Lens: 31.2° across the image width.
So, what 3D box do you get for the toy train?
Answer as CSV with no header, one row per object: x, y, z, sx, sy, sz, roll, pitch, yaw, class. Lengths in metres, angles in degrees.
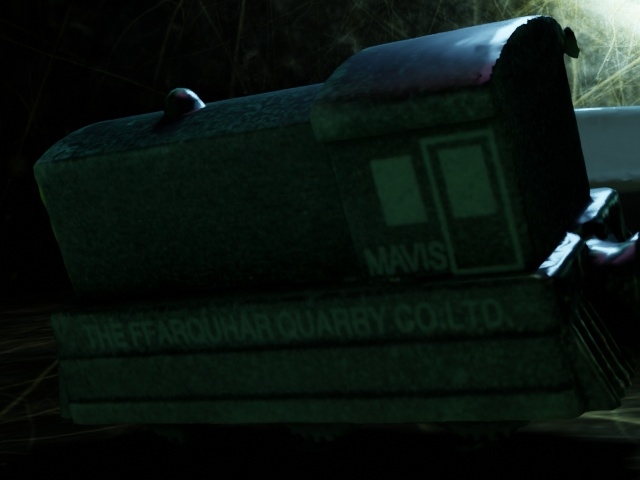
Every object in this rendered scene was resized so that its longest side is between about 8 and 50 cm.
0.000,0.000,0.562,0.330,0.178,0.138,-5,19,30,toy train

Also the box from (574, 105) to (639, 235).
0.207,-0.005,0.963,0.367,0.090,0.373,-5,-18,-23,box
